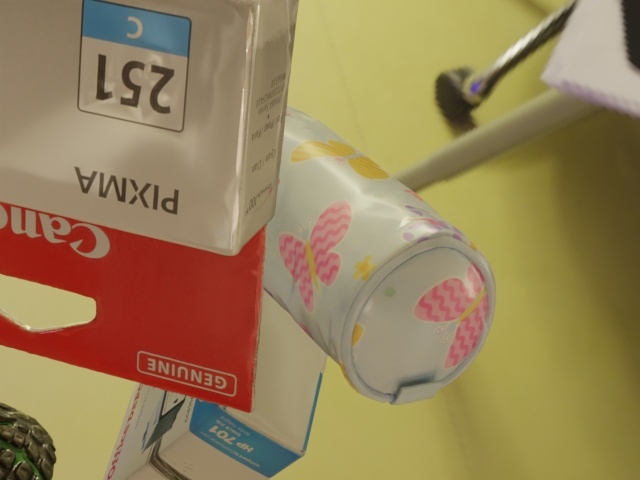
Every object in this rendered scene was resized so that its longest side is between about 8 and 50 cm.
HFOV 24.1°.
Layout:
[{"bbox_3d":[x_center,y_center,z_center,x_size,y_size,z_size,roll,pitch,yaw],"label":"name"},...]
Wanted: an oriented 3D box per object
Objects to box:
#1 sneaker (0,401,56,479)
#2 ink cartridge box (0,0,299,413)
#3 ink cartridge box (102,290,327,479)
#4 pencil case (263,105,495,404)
[{"bbox_3d":[-0.346,0.267,1.186,0.134,0.146,0.343,40,70,8],"label":"sneaker"},{"bbox_3d":[-0.170,-0.039,0.818,0.296,0.261,0.066,13,25,15],"label":"ink cartridge box"},{"bbox_3d":[-0.081,0.132,1.162,0.082,0.191,0.139,33,44,-20],"label":"ink cartridge box"},{"bbox_3d":[0.000,0.000,0.997,0.113,0.124,0.273,8,18,-35],"label":"pencil case"}]
